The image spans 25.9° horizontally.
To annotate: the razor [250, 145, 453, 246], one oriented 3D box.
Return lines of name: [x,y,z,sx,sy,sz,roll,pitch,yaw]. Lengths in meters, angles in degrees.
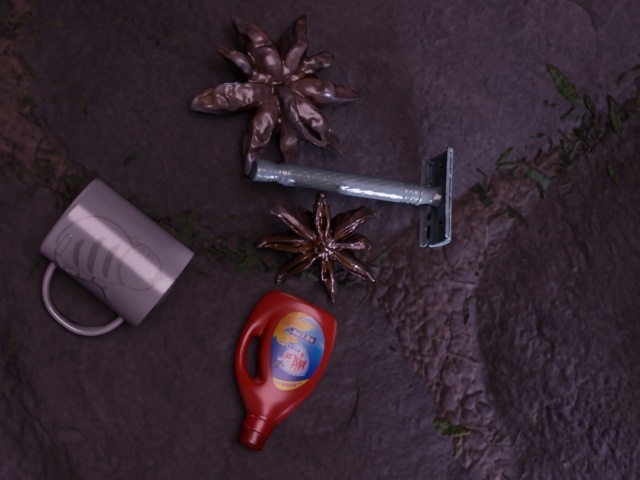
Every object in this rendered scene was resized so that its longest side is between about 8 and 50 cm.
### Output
razor: [0.037,-0.060,1.521,0.232,0.068,0.106,7,76,-22]

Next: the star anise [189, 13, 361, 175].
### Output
star anise: [-0.050,-0.169,1.530,0.195,0.065,0.182,-15,84,-17]

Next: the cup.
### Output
cup: [-0.219,0.027,1.421,0.133,0.099,0.136,40,70,-7]

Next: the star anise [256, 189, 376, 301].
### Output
star anise: [-0.002,-0.001,1.499,0.141,0.141,0.042,22,30,-12]

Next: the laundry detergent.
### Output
laundry detergent: [-0.050,0.140,1.475,0.097,0.049,0.165,25,74,-3]
